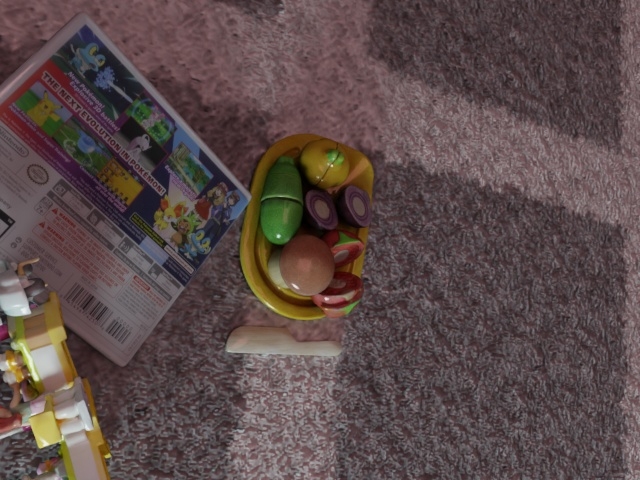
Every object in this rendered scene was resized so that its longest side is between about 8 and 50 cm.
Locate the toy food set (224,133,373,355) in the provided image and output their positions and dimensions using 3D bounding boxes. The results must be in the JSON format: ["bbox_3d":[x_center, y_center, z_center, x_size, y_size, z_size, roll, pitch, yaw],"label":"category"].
[{"bbox_3d":[0.000,0.000,0.572,0.128,0.071,0.218,15,75,-26],"label":"toy food set"}]

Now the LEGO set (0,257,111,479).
[{"bbox_3d":[-0.195,0.155,0.418,0.107,0.132,0.287,-17,100,-19],"label":"LEGO set"}]

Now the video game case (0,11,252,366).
[{"bbox_3d":[-0.167,-0.035,0.487,0.201,0.023,0.183,49,62,-30],"label":"video game case"}]
